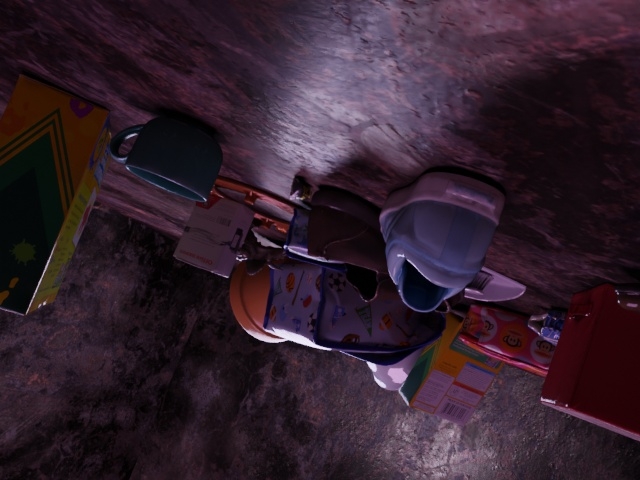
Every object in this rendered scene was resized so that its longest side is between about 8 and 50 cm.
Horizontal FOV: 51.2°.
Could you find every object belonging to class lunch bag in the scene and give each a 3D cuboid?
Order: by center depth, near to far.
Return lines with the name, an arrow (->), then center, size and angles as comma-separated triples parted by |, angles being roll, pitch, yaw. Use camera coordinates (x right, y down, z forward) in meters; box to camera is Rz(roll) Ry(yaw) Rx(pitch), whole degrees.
lunch bag -> 0.000, 0.000, 1.297 | 0.129, 0.096, 0.151 | 15, 176, 1
lunch bag -> 0.496, 0.251, 1.629 | 0.293, 0.120, 0.258 | 20, 176, 24
lunch bag -> 0.089, 0.191, 1.762 | 0.386, 0.238, 0.328 | 10, 176, -29

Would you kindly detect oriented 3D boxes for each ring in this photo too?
ring -> -0.132, -0.064, 1.454 | 0.337, 0.032, 0.336 | 21, 171, 3

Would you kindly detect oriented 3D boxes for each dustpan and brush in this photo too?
dustpan and brush -> 0.275, 0.088, 1.289 | 0.147, 0.060, 0.211 | 24, 171, -14

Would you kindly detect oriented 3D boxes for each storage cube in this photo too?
storage cube -> 0.470, 0.195, 1.024 | 0.215, 0.193, 0.183 | 19, 172, 8

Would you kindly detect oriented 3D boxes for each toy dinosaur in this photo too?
toy dinosaur -> -0.234, -0.008, 1.662 | 0.314, 0.121, 0.160 | 24, 141, 2

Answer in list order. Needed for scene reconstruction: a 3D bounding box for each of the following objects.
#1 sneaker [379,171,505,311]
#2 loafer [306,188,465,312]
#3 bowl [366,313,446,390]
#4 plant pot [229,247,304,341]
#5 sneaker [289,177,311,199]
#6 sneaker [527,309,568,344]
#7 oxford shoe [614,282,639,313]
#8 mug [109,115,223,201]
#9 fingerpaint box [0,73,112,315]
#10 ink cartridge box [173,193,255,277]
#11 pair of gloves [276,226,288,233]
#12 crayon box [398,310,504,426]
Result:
sneaker -> 0.130, 0.018, 0.890 | 0.135, 0.150, 0.366 | 22, 172, 4
loafer -> 0.102, 0.047, 1.151 | 0.366, 0.130, 0.134 | 32, 168, -31
bowl -> 0.231, 0.282, 1.981 | 0.134, 0.297, 0.298 | 43, 163, -25
plant pot -> -0.094, 0.148, 1.987 | 0.291, 0.290, 0.204 | 26, 154, -27
sneaker -> -0.030, -0.083, 1.092 | 0.035, 0.031, 0.083 | 9, 177, -6
sneaker -> 0.475, 0.177, 1.289 | 0.081, 0.080, 0.211 | 19, 171, -7
oxford shoe -> 0.476, 0.120, 0.867 | 0.227, 0.096, 0.083 | 25, 173, -10
mug -> -0.224, -0.133, 1.000 | 0.158, 0.097, 0.129 | 26, 171, -24
fingerpaint box -> -0.543, -0.068, 1.283 | 0.163, 0.370, 0.445 | 22, 173, -14
ink cartridge box -> -0.217, -0.012, 1.371 | 0.109, 0.150, 0.063 | 18, 171, 25
pair of gloves -> -0.072, -0.018, 1.672 | 0.083, 0.010, 0.074 | 20, 172, 6
crayon box -> 0.387, 0.333, 1.836 | 0.203, 0.322, 0.083 | 26, -169, -23
